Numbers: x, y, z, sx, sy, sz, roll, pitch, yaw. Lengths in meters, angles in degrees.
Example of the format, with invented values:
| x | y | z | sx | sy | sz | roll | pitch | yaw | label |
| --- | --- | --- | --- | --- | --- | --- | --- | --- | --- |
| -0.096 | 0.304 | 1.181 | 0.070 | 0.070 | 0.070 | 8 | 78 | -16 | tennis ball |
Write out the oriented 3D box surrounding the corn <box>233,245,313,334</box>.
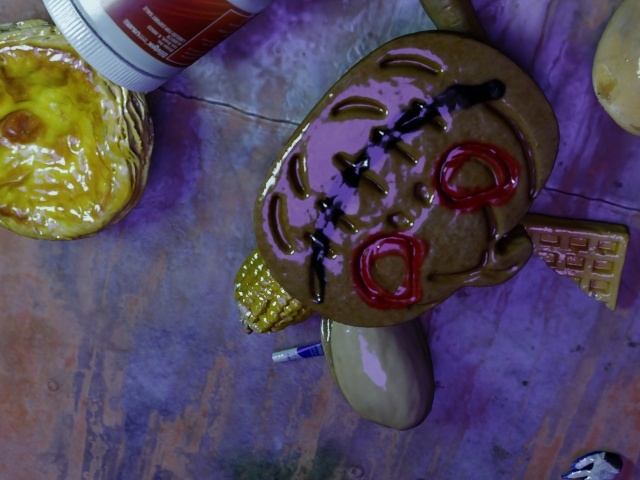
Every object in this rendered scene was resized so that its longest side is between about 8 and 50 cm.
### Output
| x | y | z | sx | sy | sz | roll | pitch | yaw | label |
| --- | --- | --- | --- | --- | --- | --- | --- | --- | --- |
| 0.000 | 0.000 | 1.450 | 0.119 | 0.119 | 0.322 | 37 | 116 | -11 | corn |

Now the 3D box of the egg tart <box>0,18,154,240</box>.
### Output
| x | y | z | sx | sy | sz | roll | pitch | yaw | label |
| --- | --- | --- | --- | --- | --- | --- | --- | --- | --- |
| -0.331 | -0.138 | 1.427 | 0.294 | 0.116 | 0.295 | 3 | 120 | 5 | egg tart |

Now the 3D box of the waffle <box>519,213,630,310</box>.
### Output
| x | y | z | sx | sy | sz | roll | pitch | yaw | label |
| --- | --- | --- | --- | --- | --- | --- | --- | --- | --- |
| 0.284 | 0.024 | 1.474 | 0.191 | 0.032 | 0.125 | 6 | 120 | 7 | waffle |

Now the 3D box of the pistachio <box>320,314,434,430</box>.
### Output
| x | y | z | sx | sy | sz | roll | pitch | yaw | label |
| --- | --- | --- | --- | --- | --- | --- | --- | --- | --- |
| 0.075 | 0.147 | 1.519 | 0.135 | 0.136 | 0.226 | -19 | 106 | 17 | pistachio |

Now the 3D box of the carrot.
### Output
| x | y | z | sx | sy | sz | roll | pitch | yaw | label |
| --- | --- | --- | --- | --- | --- | --- | --- | --- | --- |
| 0.140 | -0.280 | 1.314 | 0.078 | 0.078 | 0.298 | -22 | 117 | 18 | carrot |

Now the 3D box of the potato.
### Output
| x | y | z | sx | sy | sz | roll | pitch | yaw | label |
| --- | --- | --- | --- | --- | --- | --- | --- | --- | --- |
| 0.401 | -0.216 | 1.276 | 0.150 | 0.146 | 0.234 | 15 | 123 | -34 | potato |

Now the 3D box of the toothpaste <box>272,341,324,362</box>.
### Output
| x | y | z | sx | sy | sz | roll | pitch | yaw | label |
| --- | --- | --- | --- | --- | --- | --- | --- | --- | --- |
| -0.024 | 0.150 | 1.590 | 0.083 | 0.015 | 0.024 | -11 | 123 | 8 | toothpaste |

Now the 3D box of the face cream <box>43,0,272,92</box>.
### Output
| x | y | z | sx | sy | sz | roll | pitch | yaw | label |
| --- | --- | --- | --- | --- | --- | --- | --- | --- | --- |
| -0.174 | -0.292 | 1.274 | 0.187 | 0.201 | 0.201 | -32 | 109 | 22 | face cream |

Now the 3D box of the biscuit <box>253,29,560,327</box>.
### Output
| x | y | z | sx | sy | sz | roll | pitch | yaw | label |
| --- | --- | --- | --- | --- | --- | --- | --- | --- | --- |
| 0.111 | -0.051 | 1.340 | 0.314 | 0.063 | 0.367 | 38 | 103 | -14 | biscuit |

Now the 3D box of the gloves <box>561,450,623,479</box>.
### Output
| x | y | z | sx | sy | sz | roll | pitch | yaw | label |
| --- | --- | --- | --- | --- | --- | --- | --- | --- | --- |
| 0.372 | 0.320 | 1.615 | 0.064 | 0.026 | 0.086 | 29 | 122 | -6 | gloves |
